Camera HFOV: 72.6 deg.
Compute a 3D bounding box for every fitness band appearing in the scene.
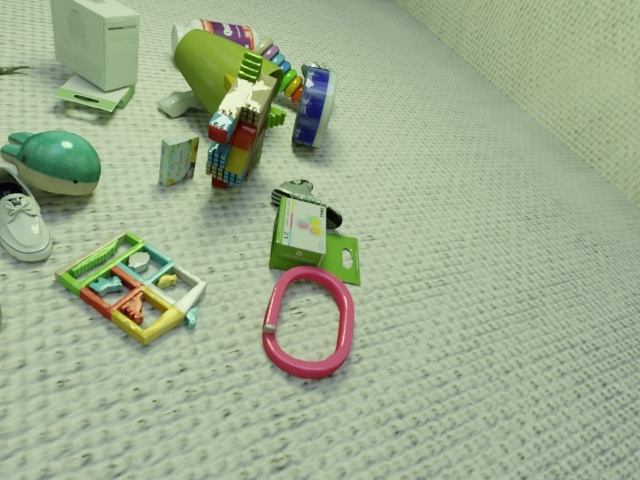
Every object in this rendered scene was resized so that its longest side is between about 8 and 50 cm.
[{"bbox_3d":[-0.023,0.180,1.020,0.208,0.054,0.291,18,43,-7],"label":"fitness band"}]

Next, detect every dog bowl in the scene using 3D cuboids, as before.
[{"bbox_3d":[-0.024,-0.466,1.527,0.104,0.265,0.265,12,43,-9],"label":"dog bowl"}]

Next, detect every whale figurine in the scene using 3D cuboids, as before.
[{"bbox_3d":[-0.655,-0.218,1.067,0.272,0.141,0.216,35,17,30],"label":"whale figurine"}]

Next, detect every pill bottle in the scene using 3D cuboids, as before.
[{"bbox_3d":[-0.413,-0.766,1.725,0.322,0.182,0.182,-6,50,-30],"label":"pill bottle"}]

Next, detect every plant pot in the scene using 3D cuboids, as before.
[{"bbox_3d":[-0.316,-0.536,1.414,0.293,0.275,0.275,40,42,-2],"label":"plant pot"}]

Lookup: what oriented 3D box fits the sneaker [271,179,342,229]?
[{"bbox_3d":[-0.024,-0.127,1.315,0.228,0.086,0.132,26,39,4],"label":"sneaker"}]

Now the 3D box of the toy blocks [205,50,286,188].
[{"bbox_3d":[-0.228,-0.273,1.202,0.190,0.381,0.261,20,57,-5],"label":"toy blocks"}]

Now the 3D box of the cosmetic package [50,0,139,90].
[{"bbox_3d":[-0.690,-0.624,1.342,0.224,0.225,0.138,33,39,12],"label":"cosmetic package"}]

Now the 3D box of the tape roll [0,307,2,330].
[{"bbox_3d":[-0.756,0.150,0.707,0.391,0.072,0.392,13,43,-12],"label":"tape roll"}]

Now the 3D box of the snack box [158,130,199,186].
[{"bbox_3d":[-0.392,-0.225,1.205,0.037,0.141,0.100,41,45,18],"label":"snack box"}]

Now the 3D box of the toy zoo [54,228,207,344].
[{"bbox_3d":[-0.389,0.102,0.951,0.293,0.030,0.192,32,42,10],"label":"toy zoo"}]

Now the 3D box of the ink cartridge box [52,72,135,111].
[{"bbox_3d":[-0.705,-0.464,1.374,0.171,0.056,0.235,12,43,-12],"label":"ink cartridge box"}]

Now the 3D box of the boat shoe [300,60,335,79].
[{"bbox_3d":[0.007,-0.635,1.709,0.113,0.105,0.306,48,3,12],"label":"boat shoe"}]

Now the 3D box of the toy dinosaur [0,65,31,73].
[{"bbox_3d":[-1.031,-0.523,1.288,0.118,0.064,0.268,49,45,6],"label":"toy dinosaur"}]

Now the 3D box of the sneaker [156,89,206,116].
[{"bbox_3d":[-0.464,-0.493,1.507,0.094,0.080,0.212,30,42,26],"label":"sneaker"}]

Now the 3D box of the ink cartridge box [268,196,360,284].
[{"bbox_3d":[0.000,0.000,1.183,0.255,0.097,0.189,12,43,-11],"label":"ink cartridge box"}]

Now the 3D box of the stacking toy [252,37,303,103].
[{"bbox_3d":[-0.125,-0.618,1.695,0.330,0.141,0.141,41,40,-11],"label":"stacking toy"}]

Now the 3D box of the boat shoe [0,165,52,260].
[{"bbox_3d":[-0.671,-0.063,0.955,0.095,0.084,0.258,-25,60,-41],"label":"boat shoe"}]
